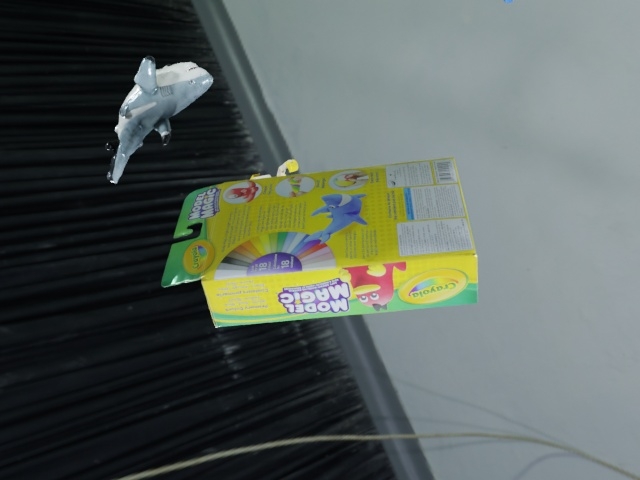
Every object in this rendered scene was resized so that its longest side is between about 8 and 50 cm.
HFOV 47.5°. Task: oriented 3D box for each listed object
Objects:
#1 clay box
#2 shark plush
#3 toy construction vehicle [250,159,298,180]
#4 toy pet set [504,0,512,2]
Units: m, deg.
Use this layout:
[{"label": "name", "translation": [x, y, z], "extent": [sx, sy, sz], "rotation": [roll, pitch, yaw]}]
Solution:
[{"label": "clay box", "translation": [0.000, 0.000, 0.557], "extent": [0.222, 0.127, 0.053], "rotation": [-6, 127, 7]}, {"label": "shark plush", "translation": [-0.190, -0.133, 0.803], "extent": [0.067, 0.073, 0.161], "rotation": [37, 87, 3]}, {"label": "toy construction vehicle", "translation": [-0.077, -0.067, 0.977], "extent": [0.035, 0.086, 0.098], "rotation": [60, 148, 22]}, {"label": "toy pet set", "translation": [0.238, -0.411, 1.017], "extent": [0.122, 0.114, 0.065], "rotation": [-60, 16, 4]}]
